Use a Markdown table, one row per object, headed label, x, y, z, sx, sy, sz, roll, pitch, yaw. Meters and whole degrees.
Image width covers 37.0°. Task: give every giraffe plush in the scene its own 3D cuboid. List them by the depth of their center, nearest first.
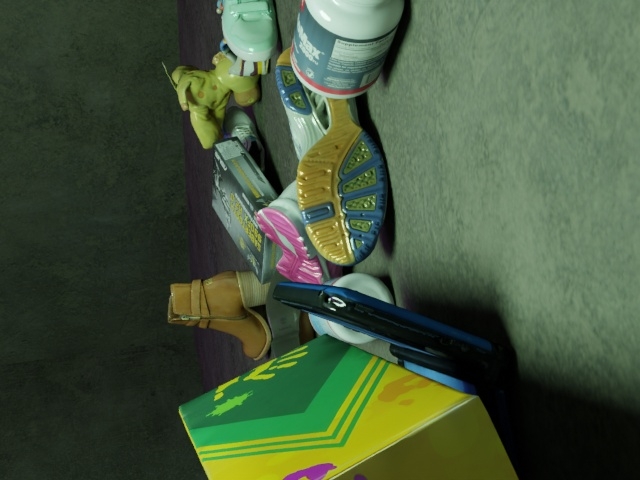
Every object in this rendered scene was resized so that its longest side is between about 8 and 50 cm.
| label | x | y | z | sx | sy | sz | roll | pitch | yaw |
| --- | --- | --- | --- | --- | --- | --- | --- | --- | --- |
| giraffe plush | -0.193 | -0.306 | 1.881 | 0.210 | 0.171 | 0.181 | 66 | -179 | -59 |

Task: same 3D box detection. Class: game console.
| label | x | y | z | sx | sy | sz | roll | pitch | yaw |
| --- | --- | --- | --- | --- | --- | --- | --- | --- | --- |
| game console | 0.067 | 0.160 | 0.950 | 0.293 | 0.250 | 0.173 | 172 | 118 | -77 |

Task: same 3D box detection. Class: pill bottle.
| label | x | y | z | sx | sy | sz | roll | pitch | yaw |
| --- | --- | --- | --- | --- | --- | --- | --- | --- | --- |
| pill bottle | 0.031 | -0.243 | 1.022 | 0.180 | 0.108 | 0.108 | 111 | 150 | -63 |
| pill bottle | 0.033 | 0.088 | 1.224 | 0.160 | 0.087 | 0.087 | 155 | 108 | -76 |

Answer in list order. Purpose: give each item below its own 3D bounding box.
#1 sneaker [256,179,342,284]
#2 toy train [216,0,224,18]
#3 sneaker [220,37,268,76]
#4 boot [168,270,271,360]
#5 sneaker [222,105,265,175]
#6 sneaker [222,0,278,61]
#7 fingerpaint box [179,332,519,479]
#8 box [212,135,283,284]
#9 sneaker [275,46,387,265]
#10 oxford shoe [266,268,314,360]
| label | x | y | z | sx | sy | sz | roll | pitch | yaw |
| --- | --- | --- | --- | --- | --- | --- | --- | --- | --- |
| sneaker | 0.000 | 0.000 | 1.332 | 0.103 | 0.111 | 0.252 | 30 | 159 | 24 |
| toy train | -0.194 | -0.517 | 2.020 | 0.166 | 0.046 | 0.125 | -108 | 15 | -51 |
| sneaker | -0.150 | -0.389 | 1.795 | 0.069 | 0.084 | 0.185 | 104 | 155 | -58 |
| boot | -0.218 | 0.173 | 2.070 | 0.283 | 0.220 | 0.109 | 100 | 159 | -52 |
| sneaker | -0.145 | -0.199 | 1.936 | 0.083 | 0.071 | 0.190 | 120 | 133 | -59 |
| sneaker | -0.128 | -0.436 | 1.635 | 0.151 | 0.094 | 0.255 | 93 | 167 | -60 |
| fingerpaint box | 0.077 | 0.309 | 0.701 | 0.444 | 0.163 | 0.371 | 64 | 169 | -5 |
| box | -0.137 | -0.059 | 1.838 | 0.231 | 0.056 | 0.183 | 56 | 153 | 32 |
| sneaker | 0.022 | -0.101 | 1.202 | 0.131 | 0.112 | 0.296 | 67 | -167 | -70 |
| oxford shoe | -0.045 | 0.134 | 1.653 | 0.076 | 0.076 | 0.212 | 30 | -125 | -55 |
